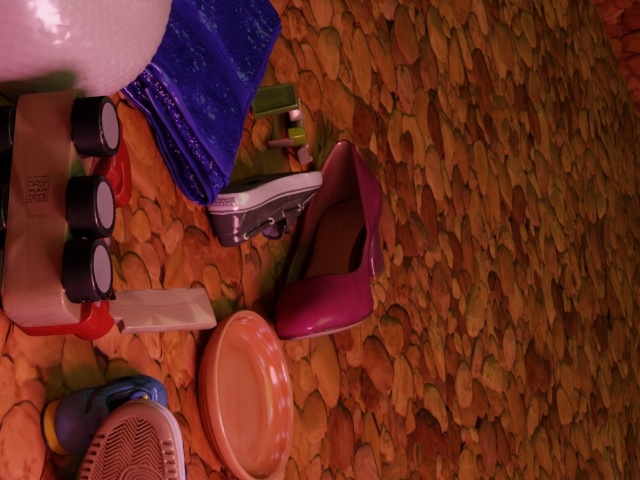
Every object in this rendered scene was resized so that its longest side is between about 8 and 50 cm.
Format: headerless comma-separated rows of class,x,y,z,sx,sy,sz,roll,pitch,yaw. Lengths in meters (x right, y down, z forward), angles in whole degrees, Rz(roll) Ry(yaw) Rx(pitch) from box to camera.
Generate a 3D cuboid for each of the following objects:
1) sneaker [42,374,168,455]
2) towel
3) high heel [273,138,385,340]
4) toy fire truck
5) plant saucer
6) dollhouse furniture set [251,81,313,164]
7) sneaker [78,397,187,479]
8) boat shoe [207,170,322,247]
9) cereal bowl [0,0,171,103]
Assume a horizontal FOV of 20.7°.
sneaker,-0.185,0.168,1.697,0.209,0.082,0.069,-7,86,-69
towel,-0.131,-0.222,1.982,0.308,0.076,0.227,-77,150,-42
high heel,0.000,0.000,2.155,0.377,0.127,0.181,-58,136,-73
toy fire truck,-0.206,-0.002,1.653,0.246,0.159,0.217,59,28,-65
plant saucer,-0.087,0.179,1.978,0.200,0.037,0.200,-8,90,-68
dollhouse furniture set,-0.050,-0.149,2.213,0.151,0.059,0.076,72,7,-73
sneaker,-0.153,0.259,1.659,0.153,0.099,0.282,-41,138,-62
boat shoe,-0.061,-0.036,2.075,0.228,0.080,0.076,-24,110,-66
cereal bowl,-0.237,-0.299,1.682,0.339,0.141,0.338,-9,90,-66
